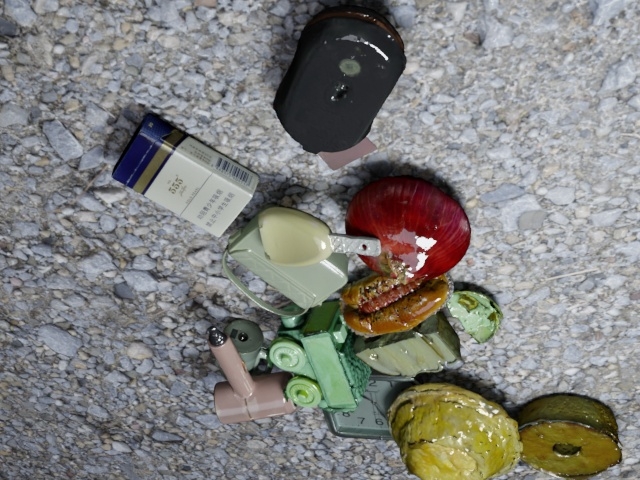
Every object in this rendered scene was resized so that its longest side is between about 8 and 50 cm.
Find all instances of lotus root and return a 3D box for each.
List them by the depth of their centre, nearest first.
[{"bbox_3d":[0.197,0.210,1.956,0.235,0.138,0.119,-16,136,42],"label":"lotus root"}]

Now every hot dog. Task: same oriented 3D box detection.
[{"bbox_3d":[0.158,0.121,1.888,0.268,0.144,0.075,-24,161,28],"label":"hot dog"}]

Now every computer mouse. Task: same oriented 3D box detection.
[{"bbox_3d":[0.034,-0.276,1.524,0.183,0.116,0.323,23,143,-8],"label":"computer mouse"}]

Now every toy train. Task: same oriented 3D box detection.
[{"bbox_3d":[0.000,0.265,2.051,0.188,0.159,0.272,-9,118,24],"label":"toy train"}]

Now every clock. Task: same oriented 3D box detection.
[{"bbox_3d":[0.134,0.405,2.242,0.273,0.049,0.279,0,134,16],"label":"clock"}]

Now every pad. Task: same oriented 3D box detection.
[{"bbox_3d":[0.008,-0.211,1.679,0.113,0.006,0.188,-25,125,34],"label":"pad"}]

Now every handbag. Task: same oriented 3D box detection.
[{"bbox_3d":[-0.085,0.056,1.909,0.256,0.079,0.219,38,121,-21],"label":"handbag"}]

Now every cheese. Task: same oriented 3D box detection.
[{"bbox_3d":[0.000,0.000,1.726,0.251,0.054,0.127,6,122,28],"label":"cheese"}]

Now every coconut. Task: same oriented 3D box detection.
[{"bbox_3d":[0.327,0.151,1.916,0.133,0.055,0.158,-16,127,32],"label":"coconut"}]

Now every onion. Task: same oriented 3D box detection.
[{"bbox_3d":[0.168,-0.014,1.732,0.248,0.161,0.248,2,119,3],"label":"onion"}]

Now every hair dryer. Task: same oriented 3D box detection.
[{"bbox_3d":[-0.180,0.300,2.061,0.189,0.107,0.344,-10,138,9],"label":"hair dryer"}]

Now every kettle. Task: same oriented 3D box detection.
[{"bbox_3d":[-0.182,0.271,2.175,0.126,0.098,0.148,-6,142,-17],"label":"kettle"}]

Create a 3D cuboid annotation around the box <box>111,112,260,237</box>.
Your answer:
[{"bbox_3d":[-0.272,-0.128,1.802,0.259,0.071,0.168,31,135,-15],"label":"box"}]

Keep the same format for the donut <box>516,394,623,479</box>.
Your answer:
[{"bbox_3d":[0.583,0.461,2.131,0.272,0.107,0.272,13,139,11],"label":"donut"}]

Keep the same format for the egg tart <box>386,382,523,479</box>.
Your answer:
[{"bbox_3d":[0.308,0.486,2.125,0.345,0.132,0.345,11,136,11],"label":"egg tart"}]
